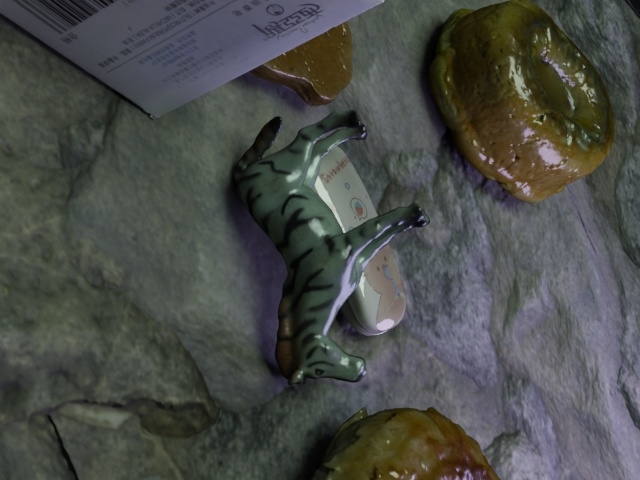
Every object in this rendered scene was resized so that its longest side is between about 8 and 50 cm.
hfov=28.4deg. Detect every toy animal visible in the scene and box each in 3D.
[{"bbox_3d":[0.018,-0.002,1.171,0.090,0.170,0.255,56,19,-73],"label":"toy animal"}]

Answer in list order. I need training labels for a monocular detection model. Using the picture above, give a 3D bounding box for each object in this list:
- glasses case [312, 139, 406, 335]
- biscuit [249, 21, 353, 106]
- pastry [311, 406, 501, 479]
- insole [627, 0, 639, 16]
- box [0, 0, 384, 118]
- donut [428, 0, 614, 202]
[{"bbox_3d":[0.027,-0.003,1.269,0.081,0.051,0.204,-28,95,-47],"label":"glasses case"},{"bbox_3d":[-0.048,-0.234,1.282,0.208,0.049,0.181,16,63,-45],"label":"biscuit"},{"bbox_3d":[0.084,0.276,1.169,0.236,0.121,0.257,-14,83,-55],"label":"pastry"},{"bbox_3d":[0.444,-0.495,1.998,0.348,0.009,0.119,53,40,-20],"label":"insole"},{"bbox_3d":[-0.108,-0.236,1.035,0.203,0.274,0.116,32,51,-37],"label":"box"},{"bbox_3d":[0.249,-0.167,1.538,0.261,0.128,0.208,35,51,-33],"label":"donut"}]
